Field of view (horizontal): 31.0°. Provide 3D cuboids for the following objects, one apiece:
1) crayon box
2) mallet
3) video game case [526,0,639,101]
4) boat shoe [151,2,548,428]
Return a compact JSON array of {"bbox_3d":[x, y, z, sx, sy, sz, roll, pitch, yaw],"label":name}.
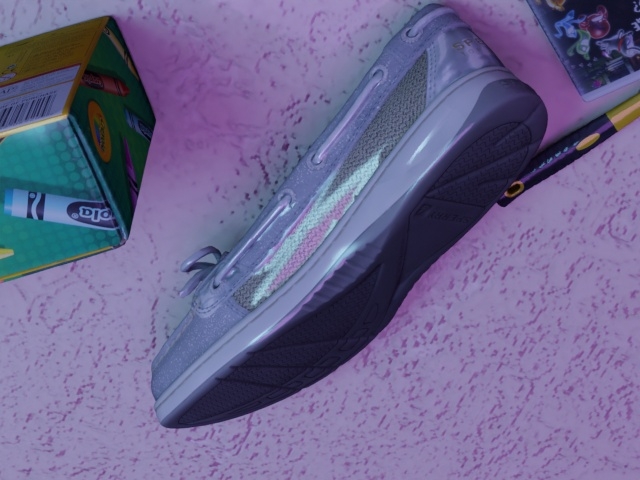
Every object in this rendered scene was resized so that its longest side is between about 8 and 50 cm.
[{"bbox_3d":[-0.242,-0.030,0.653,0.279,0.165,0.081,-16,117,6],"label":"crayon box"},{"bbox_3d":[0.195,-0.072,0.728,0.190,0.039,0.062,-41,107,21],"label":"mallet"},{"bbox_3d":[0.192,-0.186,0.634,0.190,0.022,0.173,-24,111,29],"label":"video game case"},{"bbox_3d":[-0.001,-0.001,0.724,0.320,0.103,0.118,-48,149,23],"label":"boat shoe"}]
